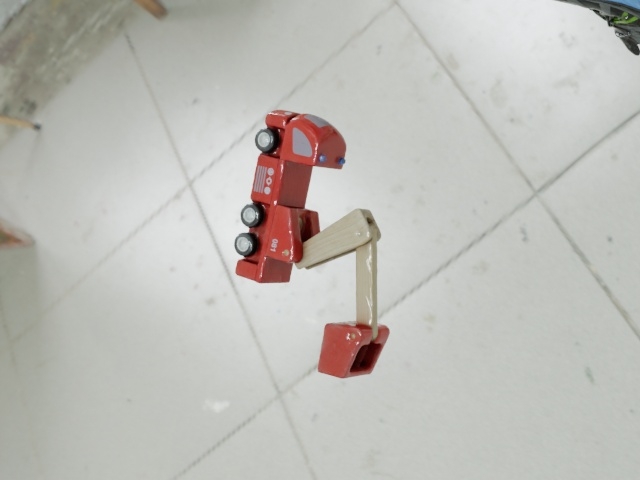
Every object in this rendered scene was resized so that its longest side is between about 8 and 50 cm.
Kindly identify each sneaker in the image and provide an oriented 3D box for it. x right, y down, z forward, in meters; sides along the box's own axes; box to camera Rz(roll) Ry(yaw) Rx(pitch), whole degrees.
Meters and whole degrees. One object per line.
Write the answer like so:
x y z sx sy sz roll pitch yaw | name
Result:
0.297 -0.222 1.028 0.188 0.078 0.067 19 49 6 | sneaker

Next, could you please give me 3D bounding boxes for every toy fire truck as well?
0.000 0.000 0.838 0.135 0.047 0.192 16 98 32 | toy fire truck
